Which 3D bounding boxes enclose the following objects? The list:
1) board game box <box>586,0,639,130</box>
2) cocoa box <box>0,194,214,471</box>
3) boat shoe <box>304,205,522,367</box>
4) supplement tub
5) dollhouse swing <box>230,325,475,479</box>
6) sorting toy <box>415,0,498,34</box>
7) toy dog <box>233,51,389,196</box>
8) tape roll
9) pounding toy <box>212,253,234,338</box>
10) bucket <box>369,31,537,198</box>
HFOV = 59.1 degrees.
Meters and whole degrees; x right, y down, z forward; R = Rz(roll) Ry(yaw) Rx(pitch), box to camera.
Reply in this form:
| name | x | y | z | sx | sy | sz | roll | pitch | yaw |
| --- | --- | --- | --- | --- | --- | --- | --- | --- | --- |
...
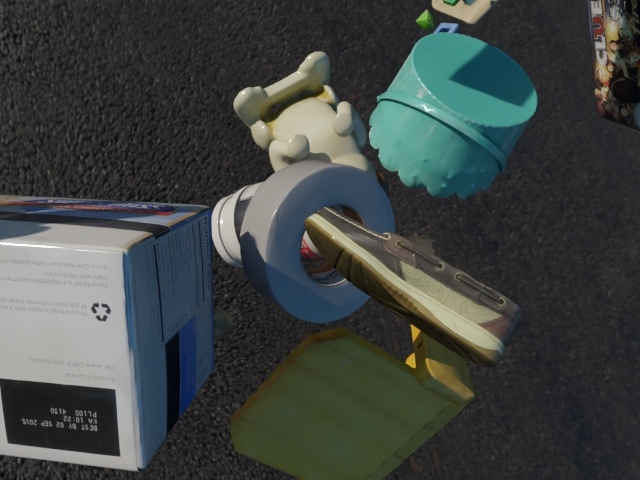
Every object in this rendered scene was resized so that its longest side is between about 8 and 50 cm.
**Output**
| name | x | y | z | sx | sy | sz | roll | pitch | yaw |
| --- | --- | --- | --- | --- | --- | --- | --- | --- | --- |
| board game box | 0.466 | -0.295 | 0.848 | 0.042 | 0.165 | 0.243 | -16 | 113 | 2 |
| cocoa box | -0.317 | 0.079 | 0.636 | 0.347 | 0.228 | 0.232 | 3 | 104 | 8 |
| boat shoe | 0.087 | 0.030 | 0.543 | 0.223 | 0.080 | 0.073 | 36 | 73 | 17 |
| supplement tub | -0.081 | -0.040 | 1.221 | 0.191 | 0.272 | 0.191 | 21 | 64 | -52 |
| dollhouse swing | 0.044 | 0.265 | 1.051 | 0.305 | 0.315 | 0.347 | 38 | 110 | -9 |
| sorting toy | 0.358 | -0.598 | 1.298 | 0.347 | 0.196 | 0.047 | -45 | 126 | 12 |
| toy dog | -0.008 | -0.207 | 1.489 | 0.284 | 0.395 | 0.408 | -26 | 66 | -15 |
| tape roll | 0.000 | 0.000 | 0.785 | 0.219 | 0.072 | 0.219 | -11 | 109 | -34 |
| pounding toy | -0.228 | 0.051 | 0.942 | 0.110 | 0.183 | 0.237 | -41 | 74 | 12 |
| bucket | 0.244 | -0.233 | 1.043 | 0.281 | 0.183 | 0.281 | 8 | 54 | -12 |
